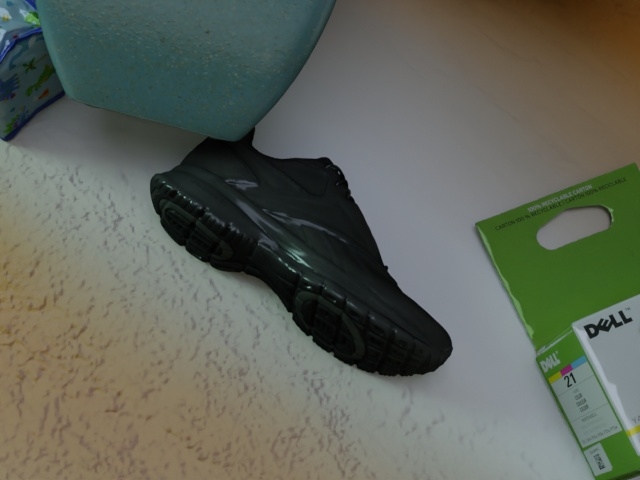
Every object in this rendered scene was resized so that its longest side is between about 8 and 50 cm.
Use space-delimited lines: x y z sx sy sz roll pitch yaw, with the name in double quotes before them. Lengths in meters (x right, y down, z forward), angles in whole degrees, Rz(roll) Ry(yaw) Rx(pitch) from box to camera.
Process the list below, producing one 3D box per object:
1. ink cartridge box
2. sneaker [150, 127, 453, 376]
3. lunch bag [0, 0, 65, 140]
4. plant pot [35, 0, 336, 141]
"ink cartridge box" 0.274 0.053 0.900 0.188 0.097 0.255 -20 74 -15
"sneaker" 0.000 0.000 0.878 0.286 0.109 0.130 37 62 4
"lunch bag" -0.299 -0.177 0.884 0.151 0.129 0.096 44 69 8
"plant pot" -0.101 -0.228 0.852 0.247 0.247 0.252 14 111 -6
